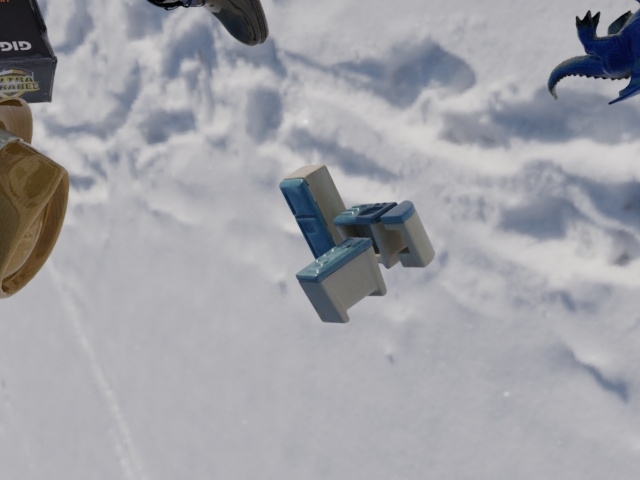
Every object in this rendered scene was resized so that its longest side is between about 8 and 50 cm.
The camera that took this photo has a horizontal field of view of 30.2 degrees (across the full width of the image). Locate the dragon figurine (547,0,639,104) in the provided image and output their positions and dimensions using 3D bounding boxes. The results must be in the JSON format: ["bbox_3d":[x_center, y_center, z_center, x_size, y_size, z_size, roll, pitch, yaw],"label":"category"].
[{"bbox_3d":[0.333,-0.182,1.204,0.289,0.085,0.144,-38,63,43],"label":"dragon figurine"}]

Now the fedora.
[{"bbox_3d":[-0.258,-0.017,0.953,0.194,0.079,0.194,22,-90,-84],"label":"fedora"}]

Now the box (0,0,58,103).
[{"bbox_3d":[-0.462,-0.258,1.276,0.073,0.295,0.293,108,146,-44],"label":"box"}]

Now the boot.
[{"bbox_3d":[-0.147,-0.277,1.334,0.082,0.106,0.219,-1,139,45],"label":"boot"}]

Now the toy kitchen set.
[{"bbox_3d":[0.000,0.000,1.325,0.207,0.166,0.122,-2,117,57],"label":"toy kitchen set"}]
